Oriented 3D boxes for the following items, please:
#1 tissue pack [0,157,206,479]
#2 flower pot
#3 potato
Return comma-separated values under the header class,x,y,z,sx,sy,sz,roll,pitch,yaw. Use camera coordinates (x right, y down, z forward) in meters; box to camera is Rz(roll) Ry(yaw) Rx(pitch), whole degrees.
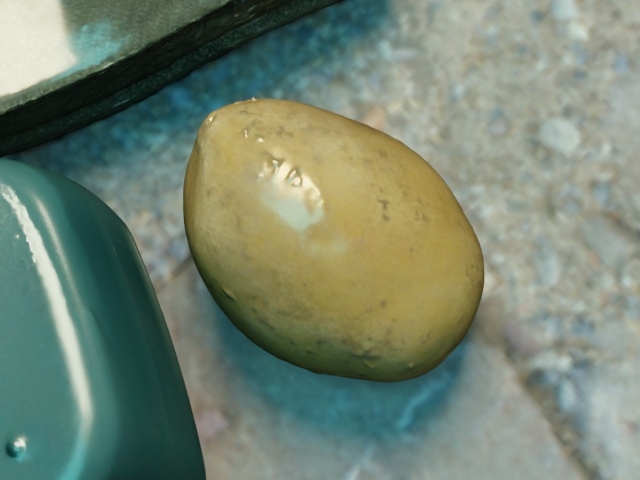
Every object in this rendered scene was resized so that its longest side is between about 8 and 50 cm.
class,x,y,z,sx,sy,sz,roll,pitch,yaw
tissue pack,-0.197,0.092,0.801,0.287,0.206,0.198,-20,74,2
flower pot,-0.079,-0.131,0.853,0.229,0.103,0.108,-24,83,2
potato,0.002,0.002,0.833,0.147,0.112,0.112,36,89,1
